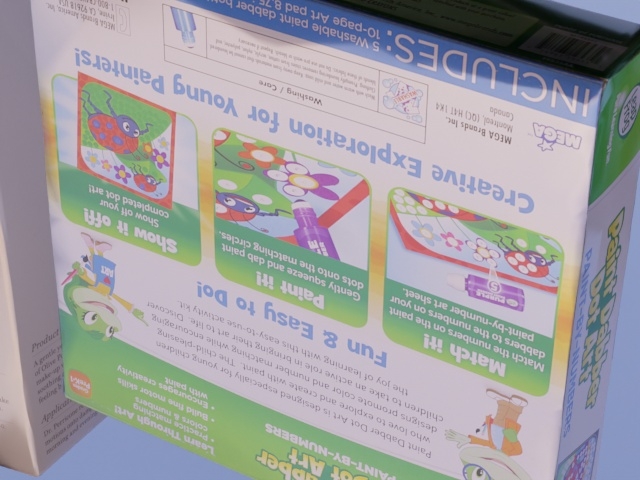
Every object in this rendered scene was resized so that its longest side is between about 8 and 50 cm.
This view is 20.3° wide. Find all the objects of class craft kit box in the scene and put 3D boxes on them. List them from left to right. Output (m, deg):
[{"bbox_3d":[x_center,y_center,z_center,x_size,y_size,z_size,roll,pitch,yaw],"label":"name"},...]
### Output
[{"bbox_3d":[0.000,0.000,0.726,0.250,0.247,0.061,20,-144,24],"label":"craft kit box"}]

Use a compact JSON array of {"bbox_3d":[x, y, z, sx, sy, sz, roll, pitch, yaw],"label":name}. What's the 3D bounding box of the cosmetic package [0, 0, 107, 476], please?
[{"bbox_3d":[-0.210,-0.054,1.201,0.155,0.365,0.197,12,-149,27],"label":"cosmetic package"}]
